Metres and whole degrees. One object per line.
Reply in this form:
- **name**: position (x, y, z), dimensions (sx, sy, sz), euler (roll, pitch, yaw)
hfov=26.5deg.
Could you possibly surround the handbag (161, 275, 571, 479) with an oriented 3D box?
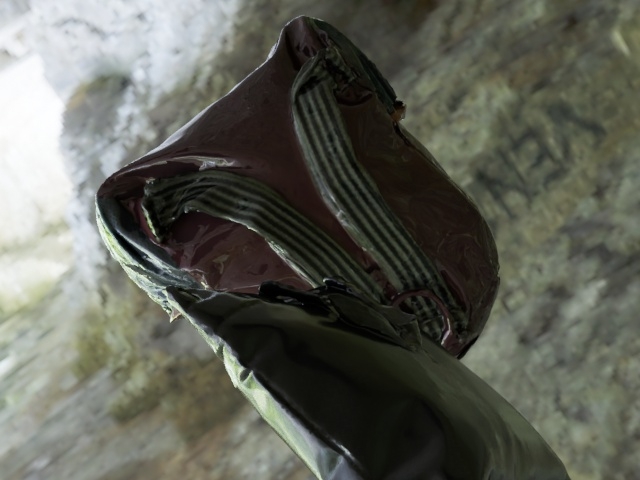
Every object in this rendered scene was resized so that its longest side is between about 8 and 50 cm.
- **handbag**: position (0.036, 0.090, 0.796), dimensions (0.089, 0.211, 0.254), euler (-56, 159, 11)

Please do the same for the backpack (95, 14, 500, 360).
- **backpack**: position (0.000, 0.000, 1.163), dimensions (0.283, 0.317, 0.197), euler (-42, 173, -10)
